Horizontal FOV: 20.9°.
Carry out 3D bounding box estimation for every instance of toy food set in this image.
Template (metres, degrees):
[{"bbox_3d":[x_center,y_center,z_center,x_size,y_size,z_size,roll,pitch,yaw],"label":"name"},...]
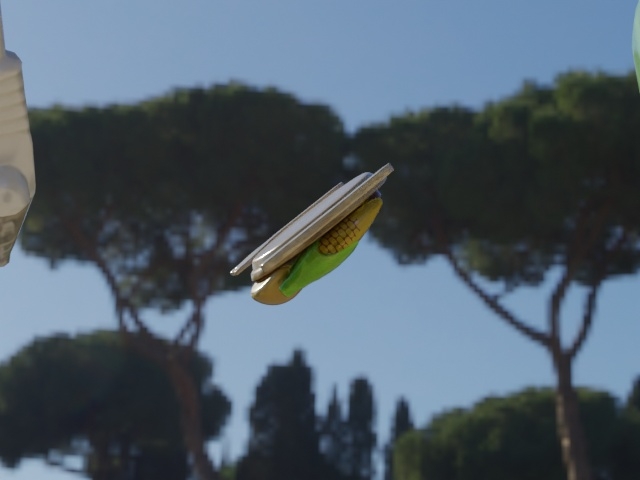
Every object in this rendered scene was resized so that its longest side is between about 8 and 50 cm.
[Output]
[{"bbox_3d":[0.000,0.000,1.264,0.132,0.038,0.192,-39,5,-8],"label":"toy food set"}]

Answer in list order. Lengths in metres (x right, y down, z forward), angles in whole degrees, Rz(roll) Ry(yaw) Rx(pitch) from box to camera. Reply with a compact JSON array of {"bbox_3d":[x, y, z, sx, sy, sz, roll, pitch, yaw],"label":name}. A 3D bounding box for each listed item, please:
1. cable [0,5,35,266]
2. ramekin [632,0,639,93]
[{"bbox_3d":[-0.175,-0.087,0.299,0.257,0.257,0.089,-4,22,-31],"label":"cable"},{"bbox_3d":[0.261,-0.056,0.632,0.303,0.148,0.303,-9,-31,-5],"label":"ramekin"}]
